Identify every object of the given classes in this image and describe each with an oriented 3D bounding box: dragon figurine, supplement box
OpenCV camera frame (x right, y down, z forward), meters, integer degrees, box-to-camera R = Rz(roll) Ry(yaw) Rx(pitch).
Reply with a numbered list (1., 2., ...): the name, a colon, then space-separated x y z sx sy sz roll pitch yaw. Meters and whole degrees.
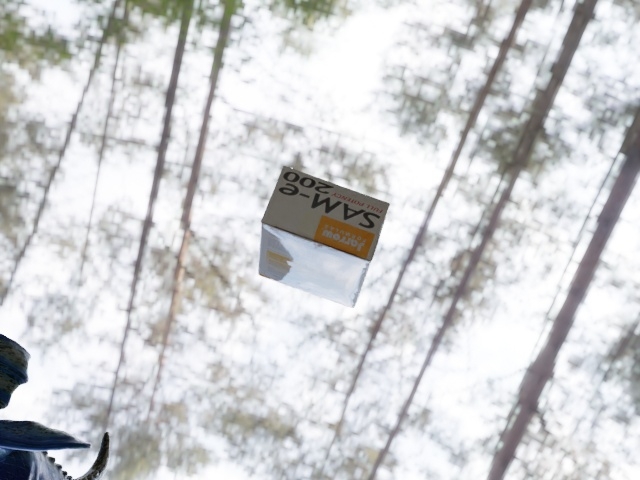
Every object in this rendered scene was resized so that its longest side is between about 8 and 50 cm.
1. dragon figurine: -0.183 0.105 0.708 0.289 0.144 0.085 4 -144 -49
2. supplement box: 0.000 0.000 0.742 0.062 0.098 0.036 20 -108 2
